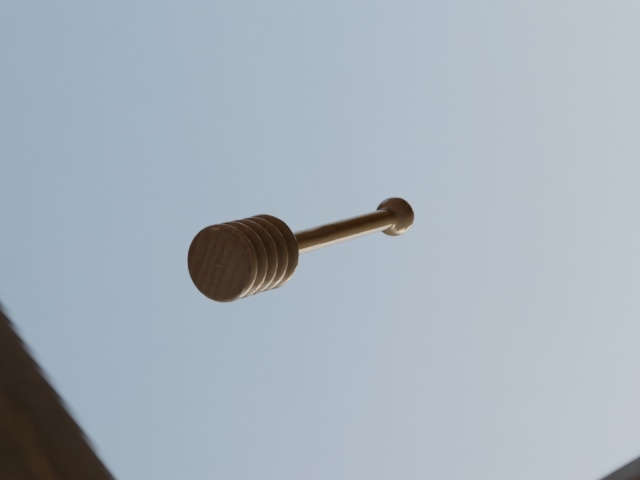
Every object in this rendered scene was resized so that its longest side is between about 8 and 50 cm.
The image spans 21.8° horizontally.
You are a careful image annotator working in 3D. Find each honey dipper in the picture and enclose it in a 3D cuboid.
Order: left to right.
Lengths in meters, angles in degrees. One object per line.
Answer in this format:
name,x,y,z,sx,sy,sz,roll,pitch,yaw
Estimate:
honey dipper,0.000,0.000,0.686,0.030,0.030,0.160,58,-153,10
